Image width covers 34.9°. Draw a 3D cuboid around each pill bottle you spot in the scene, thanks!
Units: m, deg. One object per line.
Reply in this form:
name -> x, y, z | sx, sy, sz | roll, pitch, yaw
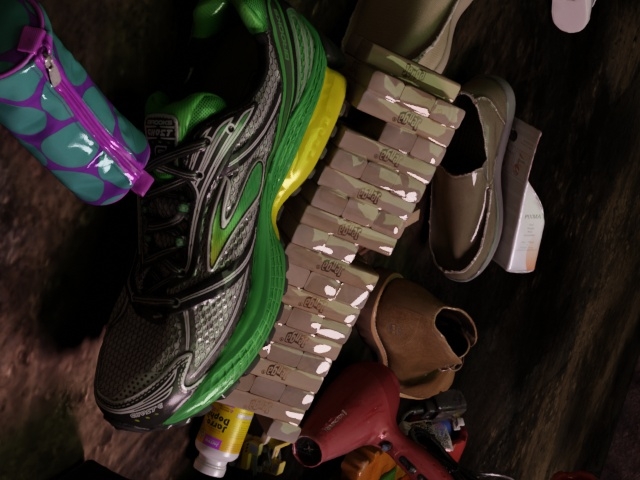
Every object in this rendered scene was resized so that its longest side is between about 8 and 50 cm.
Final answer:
pill bottle -> -0.091, 0.177, 0.955 | 0.043, 0.043, 0.083 | 21, 89, -62

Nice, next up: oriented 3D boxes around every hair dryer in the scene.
hair dryer -> 0.095, 0.221, 1.129 | 0.293, 0.224, 0.080 | 10, 119, -30

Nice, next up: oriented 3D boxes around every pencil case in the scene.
pencil case -> -0.164, -0.082, 0.634 | 0.065, 0.070, 0.152 | -61, 151, -16

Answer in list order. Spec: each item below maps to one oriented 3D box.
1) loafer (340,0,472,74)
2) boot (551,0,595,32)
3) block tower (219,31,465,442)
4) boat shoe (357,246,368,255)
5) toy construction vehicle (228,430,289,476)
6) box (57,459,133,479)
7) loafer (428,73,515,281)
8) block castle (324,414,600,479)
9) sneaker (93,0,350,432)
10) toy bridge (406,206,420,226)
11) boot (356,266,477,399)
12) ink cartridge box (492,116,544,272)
loafer -> 0.086, -0.233, 0.955 | 0.269, 0.101, 0.092 | -61, 151, -35
boot -> 0.345, -0.375, 1.355 | 0.190, 0.069, 0.086 | 81, 32, -55
block tower -> 0.000, 0.000, 0.861 | 0.097, 0.091, 0.336 | 21, 102, -22
boat shoe -> 0.015, -0.009, 0.998 | 0.207, 0.073, 0.073 | -22, 126, -45
toy construction vehicle -> -0.052, 0.204, 1.049 | 0.086, 0.035, 0.098 | -2, 109, -60
box -> -0.199, 0.425, 0.750 | 0.293, 0.211, 0.396 | -31, 134, -50
loafer -> 0.165, -0.073, 1.211 | 0.087, 0.094, 0.251 | -9, 107, -51
block castle -> 0.142, 0.373, 1.219 | 0.453, 0.303, 0.213 | -24, 127, -54
sneaker -> -0.098, -0.029, 0.749 | 0.146, 0.134, 0.344 | 34, 69, -54
toy bridge -> 0.095, -0.096, 1.125 | 0.063, 0.026, 0.188 | -27, 130, -49
boot -> 0.138, 0.140, 1.262 | 0.112, 0.115, 0.305 | -64, 153, -17
ink cartridge box -> 0.230, -0.070, 1.262 | 0.045, 0.145, 0.179 | 2, 112, -23
